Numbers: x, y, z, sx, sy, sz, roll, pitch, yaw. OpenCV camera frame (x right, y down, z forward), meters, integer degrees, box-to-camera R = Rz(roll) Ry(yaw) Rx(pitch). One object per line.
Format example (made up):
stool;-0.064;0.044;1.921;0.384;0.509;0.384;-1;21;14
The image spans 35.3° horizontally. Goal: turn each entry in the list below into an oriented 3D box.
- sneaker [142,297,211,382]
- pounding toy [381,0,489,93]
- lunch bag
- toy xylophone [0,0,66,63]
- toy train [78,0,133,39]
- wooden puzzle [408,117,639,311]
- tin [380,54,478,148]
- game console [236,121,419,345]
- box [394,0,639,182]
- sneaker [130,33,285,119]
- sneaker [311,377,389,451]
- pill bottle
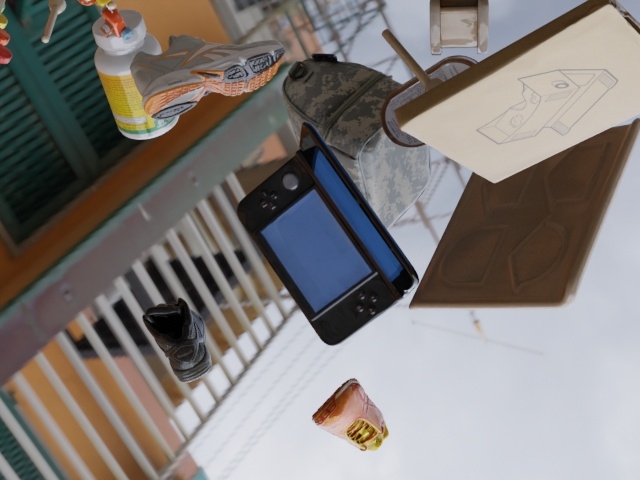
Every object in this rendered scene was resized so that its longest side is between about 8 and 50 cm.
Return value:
sneaker;-0.254;0.138;1.744;0.087;0.130;0.227;-22;-154;-5
pounding toy;0.155;-0.324;1.377;0.154;0.270;0.154;0;172;8
lunch bag;0.059;-0.197;1.969;0.256;0.305;0.212;29;-115;29
toy xylophone;-0.522;-0.370;1.546;0.081;0.236;0.323;-50;-161;22
toy train;-0.349;-0.365;1.486;0.046;0.166;0.125;-42;178;-10
wooden puzzle;0.317;-0.020;1.524;0.348;0.080;0.322;-10;-134;55
tin;0.184;-0.221;1.622;0.189;0.106;0.040;-31;-170;20
game console;0.000;0.000;1.556;0.250;0.293;0.173;-38;171;22
box;0.189;-0.120;0.853;0.201;0.164;0.021;-26;-121;32
sneaker;-0.184;-0.295;1.627;0.262;0.121;0.099;-21;158;-25
sneaker;0.041;0.192;1.082;0.064;0.175;0.067;-46;-112;3
pill bottle;-0.325;-0.290;1.754;0.117;0.208;0.117;-6;-138;6
